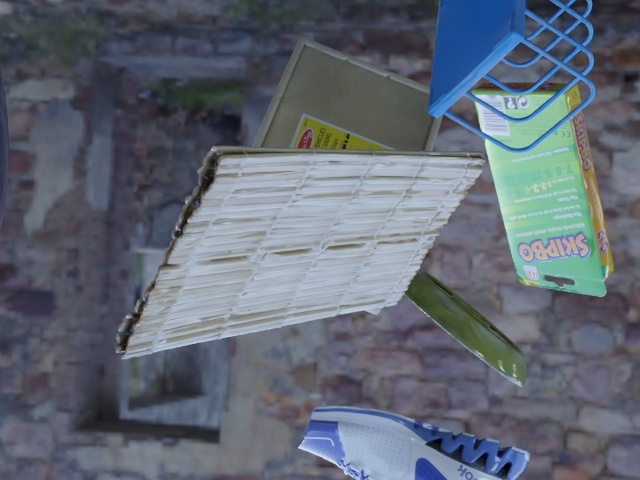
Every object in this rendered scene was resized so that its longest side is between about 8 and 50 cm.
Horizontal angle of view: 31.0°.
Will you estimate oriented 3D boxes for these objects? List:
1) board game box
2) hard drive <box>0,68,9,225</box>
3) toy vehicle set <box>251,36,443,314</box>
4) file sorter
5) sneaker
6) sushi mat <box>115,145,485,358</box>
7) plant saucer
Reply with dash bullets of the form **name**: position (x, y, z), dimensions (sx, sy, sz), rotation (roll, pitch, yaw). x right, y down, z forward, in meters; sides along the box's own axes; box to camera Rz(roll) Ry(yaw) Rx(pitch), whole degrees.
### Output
- **board game box**: position (0.257, -0.057, 1.319), dimensions (0.124, 0.259, 0.039), rotation (9, -146, 43)
- **hard drive**: position (-0.428, -0.133, 1.292), dimensions (0.172, 0.255, 0.054), rotation (14, -147, 13)
- **toy vehicle set**: position (0.016, -0.070, 1.112), dimensions (0.166, 0.267, 0.035), rotation (22, 143, -2)
- **file sorter**: position (0.178, -0.183, 1.045), dimensions (0.104, 0.170, 0.118), rotation (28, 137, -21)
- **sneaker**: position (0.117, 0.338, 1.574), dimensions (0.315, 0.182, 0.127), rotation (13, 164, 3)
- **sushi mat**: position (0.000, 0.000, 0.791), dimensions (0.019, 0.151, 0.316), rotation (44, -153, 26)
- **plant saucer**: position (0.195, 0.109, 1.580), dimensions (0.241, 0.037, 0.241), rotation (39, -174, -5)
